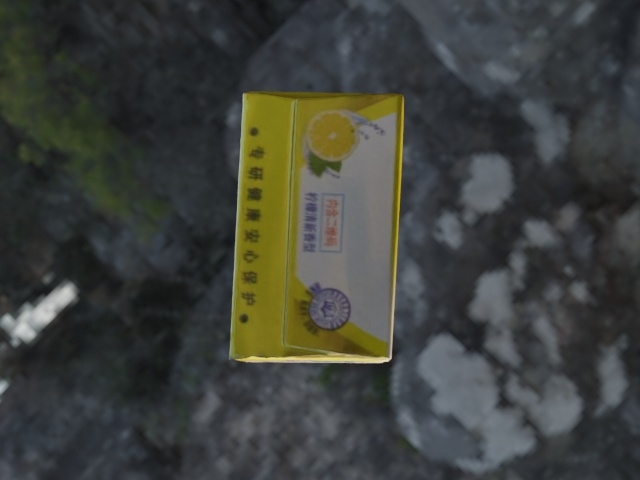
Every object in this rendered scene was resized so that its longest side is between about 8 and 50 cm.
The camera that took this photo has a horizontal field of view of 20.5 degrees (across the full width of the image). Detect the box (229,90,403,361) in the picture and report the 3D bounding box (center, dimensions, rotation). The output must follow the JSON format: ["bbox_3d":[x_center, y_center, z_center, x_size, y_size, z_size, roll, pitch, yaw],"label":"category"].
[{"bbox_3d":[0.000,0.000,1.158,0.097,0.168,0.265,3,174,1],"label":"box"}]
